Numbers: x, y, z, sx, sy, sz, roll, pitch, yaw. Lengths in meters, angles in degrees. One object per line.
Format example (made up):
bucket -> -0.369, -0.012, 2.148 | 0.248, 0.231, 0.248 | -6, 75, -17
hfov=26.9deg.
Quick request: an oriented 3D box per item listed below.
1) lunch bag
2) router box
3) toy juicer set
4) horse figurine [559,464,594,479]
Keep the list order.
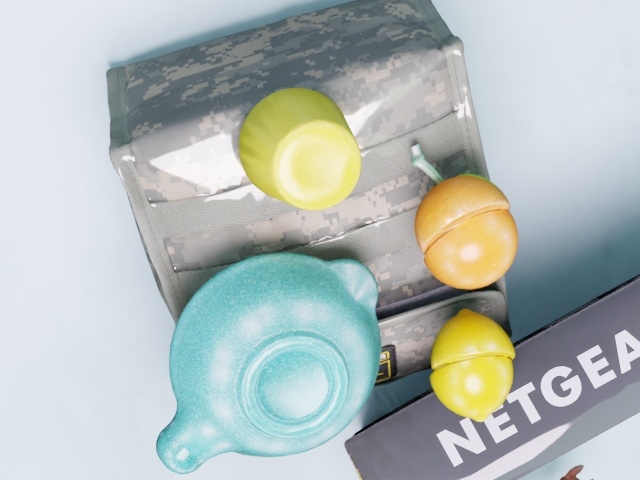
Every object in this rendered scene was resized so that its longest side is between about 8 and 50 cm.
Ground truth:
lunch bag -> 0.000, 0.000, 0.935 | 0.235, 0.169, 0.287 | -16, 121, -1
router box -> 0.174, 0.103, 0.981 | 0.308, 0.243, 0.081 | -29, 82, 2
toy juicer set -> 0.008, 0.086, 0.835 | 0.209, 0.089, 0.329 | 17, 101, -19
horse figurine -> 0.086, 0.269, 1.098 | 0.263, 0.066, 0.174 | -8, 149, -13
